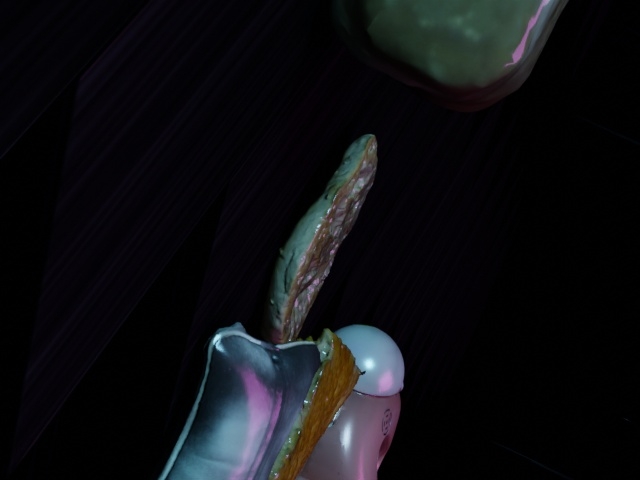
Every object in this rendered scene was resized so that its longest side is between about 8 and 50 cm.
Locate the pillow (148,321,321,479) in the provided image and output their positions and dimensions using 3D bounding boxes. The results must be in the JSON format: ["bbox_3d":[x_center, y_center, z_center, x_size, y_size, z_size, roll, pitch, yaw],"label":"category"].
[{"bbox_3d":[-0.051,0.108,1.003,0.091,0.055,0.136,-2,116,-79],"label":"pillow"}]

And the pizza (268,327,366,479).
[{"bbox_3d":[-0.036,0.133,1.176,0.271,0.056,0.134,-56,170,-42],"label":"pizza"}]

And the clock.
[{"bbox_3d":[0.016,0.155,1.464,0.166,0.092,0.162,96,17,-65],"label":"clock"}]

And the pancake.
[{"bbox_3d":[0.000,0.000,1.121,0.139,0.022,0.139,-62,172,-15],"label":"pancake"}]

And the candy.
[{"bbox_3d":[0.089,-0.175,0.887,0.234,0.102,0.104,-62,172,0],"label":"candy"}]
